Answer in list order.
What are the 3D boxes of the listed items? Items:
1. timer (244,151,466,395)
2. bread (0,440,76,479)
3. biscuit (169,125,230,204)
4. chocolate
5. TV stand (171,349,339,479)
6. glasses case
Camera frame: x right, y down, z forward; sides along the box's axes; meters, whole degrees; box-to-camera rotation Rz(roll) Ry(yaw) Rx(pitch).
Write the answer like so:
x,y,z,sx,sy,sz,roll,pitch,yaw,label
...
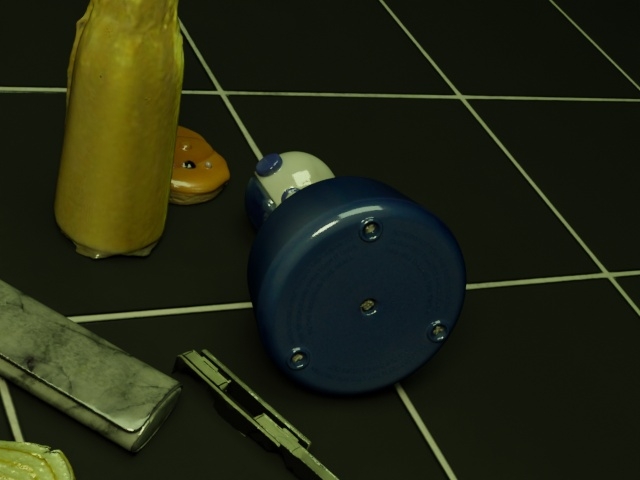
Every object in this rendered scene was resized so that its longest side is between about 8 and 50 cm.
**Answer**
x,y,z,sx,sy,sz,roll,pitch,yaw,label
0.000,0.000,1.539,0.270,0.270,0.383,4,24,-22,timer
-0.324,0.258,1.160,0.156,0.064,0.117,14,32,-8,bread
-0.221,-0.120,1.704,0.170,0.050,0.170,13,36,-10,biscuit
-0.242,-0.193,1.458,0.162,0.445,0.162,10,36,-7,chocolate
-0.075,0.216,1.360,0.249,0.036,0.042,38,38,21,TV stand
-0.312,0.132,1.328,0.299,0.060,0.114,28,37,9,glasses case
